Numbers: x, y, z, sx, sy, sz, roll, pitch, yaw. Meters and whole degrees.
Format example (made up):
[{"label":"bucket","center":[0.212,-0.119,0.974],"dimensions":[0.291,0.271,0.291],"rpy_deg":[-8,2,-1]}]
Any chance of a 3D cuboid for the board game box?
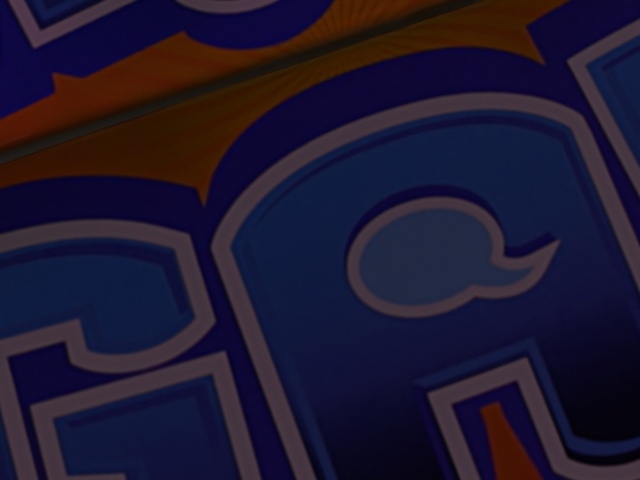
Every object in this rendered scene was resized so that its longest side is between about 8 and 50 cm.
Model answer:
[{"label":"board game box","center":[0.000,0.000,0.617],"dimensions":[0.357,0.356,0.356],"rpy_deg":[-19,166,-8]}]
